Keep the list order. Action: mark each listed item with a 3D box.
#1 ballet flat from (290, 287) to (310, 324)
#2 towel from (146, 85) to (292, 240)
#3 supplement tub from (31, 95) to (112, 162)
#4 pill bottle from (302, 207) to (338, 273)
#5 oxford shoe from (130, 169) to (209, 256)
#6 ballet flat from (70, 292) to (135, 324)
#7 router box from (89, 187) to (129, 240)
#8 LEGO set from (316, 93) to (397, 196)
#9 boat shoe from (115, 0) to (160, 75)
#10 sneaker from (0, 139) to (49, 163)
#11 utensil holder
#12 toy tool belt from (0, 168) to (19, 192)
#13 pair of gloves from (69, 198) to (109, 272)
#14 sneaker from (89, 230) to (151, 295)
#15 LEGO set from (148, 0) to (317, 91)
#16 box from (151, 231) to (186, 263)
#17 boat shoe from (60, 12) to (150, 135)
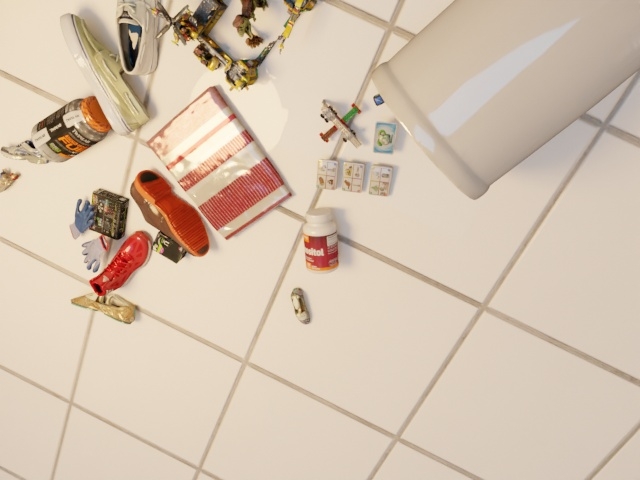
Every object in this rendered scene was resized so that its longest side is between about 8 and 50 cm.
[{"bbox_3d":[-0.058,0.186,1.421,0.041,0.041,0.115,-9,109,17],"label":"ballet flat"},{"bbox_3d":[-0.255,-0.187,1.324,0.237,0.037,0.329,-32,103,21],"label":"towel"},{"bbox_3d":[-0.628,-0.286,1.331,0.190,0.117,0.117,-22,105,22],"label":"supplement tub"},{"bbox_3d":[0.000,0.000,1.306,0.085,0.086,0.152,1,111,14],"label":"pill bottle"},{"bbox_3d":[-0.402,-0.059,1.391,0.098,0.097,0.271,-36,93,41],"label":"oxford shoe"},{"bbox_3d":[-0.646,0.190,1.564,0.206,0.073,0.067,18,87,4],"label":"ballet flat"},{"bbox_3d":[-0.589,-0.072,1.449,0.092,0.038,0.123,20,115,5],"label":"router box"},{"bbox_3d":[0.086,-0.231,1.225,0.182,0.060,0.245,7,122,7],"label":"LEGO set"},{"bbox_3d":[-0.428,-0.515,1.206,0.095,0.084,0.258,5,113,12],"label":"boat shoe"},{"bbox_3d":[-0.811,-0.250,1.434,0.135,0.052,0.058,11,104,2],"label":"sneaker"},{"bbox_3d":[0.341,-0.321,0.966,0.385,0.328,0.328,-40,98,22],"label":"utensil holder"},{"bbox_3d":[-0.902,-0.177,1.479,0.083,0.052,0.051,-34,109,23],"label":"toy tool belt"},{"bbox_3d":[-0.642,-0.015,1.443,0.159,0.023,0.198,-33,76,40],"label":"pair of gloves"},{"bbox_3d":[-0.559,0.078,1.453,0.087,0.128,0.221,35,115,-1],"label":"sneaker"},{"bbox_3d":[-0.180,-0.480,1.099,0.331,0.192,0.255,-36,99,24],"label":"LEGO set"},{"bbox_3d":[-0.409,0.012,1.431,0.083,0.052,0.062,31,117,0],"label":"box"},{"bbox_3d":[-0.522,-0.410,1.277,0.094,0.109,0.303,-25,109,-3],"label":"boat shoe"}]
